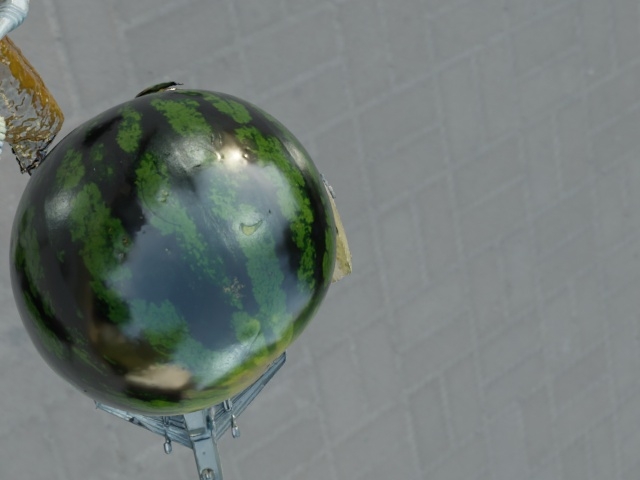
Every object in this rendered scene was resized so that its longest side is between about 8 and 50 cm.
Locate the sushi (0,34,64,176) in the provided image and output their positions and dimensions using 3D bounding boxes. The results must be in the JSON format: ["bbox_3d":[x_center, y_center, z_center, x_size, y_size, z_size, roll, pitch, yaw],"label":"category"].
[{"bbox_3d":[-0.453,-0.208,1.776,0.140,0.149,0.287,-38,149,-4],"label":"sushi"}]

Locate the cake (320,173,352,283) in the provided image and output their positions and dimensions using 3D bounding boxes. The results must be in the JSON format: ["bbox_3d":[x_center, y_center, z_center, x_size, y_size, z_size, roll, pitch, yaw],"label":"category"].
[{"bbox_3d":[0.000,0.000,1.183,0.052,0.121,0.065,-22,145,5],"label":"cake"}]

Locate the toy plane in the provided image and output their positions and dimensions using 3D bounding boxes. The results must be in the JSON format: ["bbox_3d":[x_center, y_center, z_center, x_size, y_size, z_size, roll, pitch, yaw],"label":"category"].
[{"bbox_3d":[-0.136,0.181,1.453,0.225,0.226,0.058,-14,160,4],"label":"toy plane"}]

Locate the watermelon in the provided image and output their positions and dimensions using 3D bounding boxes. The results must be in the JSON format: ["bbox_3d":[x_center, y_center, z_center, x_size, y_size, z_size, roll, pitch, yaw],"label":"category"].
[{"bbox_3d":[-0.118,0.011,1.049,0.269,0.269,0.269,-16,115,-37],"label":"watermelon"}]

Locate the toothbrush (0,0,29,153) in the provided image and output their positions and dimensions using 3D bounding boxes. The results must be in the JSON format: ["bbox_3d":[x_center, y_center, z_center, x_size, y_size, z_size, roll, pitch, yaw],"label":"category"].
[{"bbox_3d":[-0.196,-0.181,0.862,0.037,0.028,0.375,27,48,-31],"label":"toothbrush"}]
